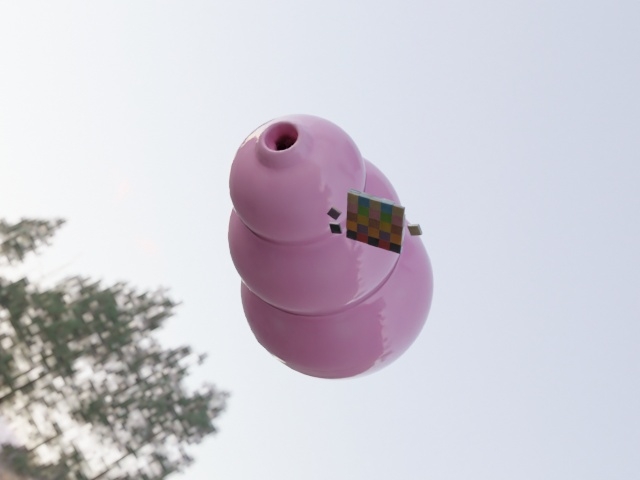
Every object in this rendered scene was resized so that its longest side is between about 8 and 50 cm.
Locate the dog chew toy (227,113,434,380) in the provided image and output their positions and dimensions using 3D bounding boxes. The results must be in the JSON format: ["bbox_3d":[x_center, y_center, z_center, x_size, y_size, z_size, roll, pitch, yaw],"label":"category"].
[{"bbox_3d":[0.000,0.000,1.175,0.206,0.207,0.331,46,-14,35],"label":"dog chew toy"}]

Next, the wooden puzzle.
[{"bbox_3d":[0.044,-0.016,0.949,0.083,0.006,0.049,18,-46,18],"label":"wooden puzzle"}]
